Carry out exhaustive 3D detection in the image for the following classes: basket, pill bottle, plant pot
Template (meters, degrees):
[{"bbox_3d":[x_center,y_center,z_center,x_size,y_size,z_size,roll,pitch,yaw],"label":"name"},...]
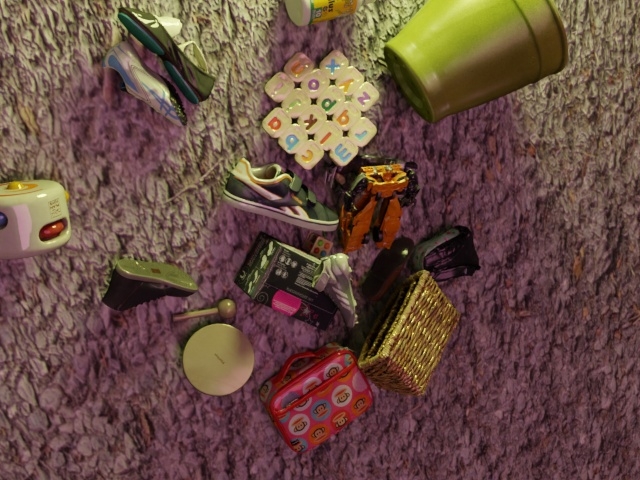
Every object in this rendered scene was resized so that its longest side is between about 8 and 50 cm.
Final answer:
[{"bbox_3d":[0.212,0.246,2.023,0.223,0.213,0.299,48,61,-35],"label":"basket"},{"bbox_3d":[0.028,-0.594,1.744,0.208,0.117,0.117,-19,113,-20],"label":"pill bottle"},{"bbox_3d":[0.364,-0.485,1.835,0.353,0.366,0.366,-34,118,-1],"label":"plant pot"}]

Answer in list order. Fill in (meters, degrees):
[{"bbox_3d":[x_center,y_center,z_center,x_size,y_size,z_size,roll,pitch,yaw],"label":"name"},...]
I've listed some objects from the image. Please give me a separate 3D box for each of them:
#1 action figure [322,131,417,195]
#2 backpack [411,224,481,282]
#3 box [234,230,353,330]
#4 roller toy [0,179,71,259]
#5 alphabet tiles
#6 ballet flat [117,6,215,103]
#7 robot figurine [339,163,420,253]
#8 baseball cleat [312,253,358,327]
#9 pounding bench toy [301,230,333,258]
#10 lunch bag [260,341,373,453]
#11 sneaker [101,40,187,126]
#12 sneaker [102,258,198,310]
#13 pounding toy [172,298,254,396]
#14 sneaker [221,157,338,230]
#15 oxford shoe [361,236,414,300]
[{"bbox_3d":[0.109,-0.196,1.925,0.285,0.099,0.185,14,106,-25],"label":"action figure"},{"bbox_3d":[0.358,0.050,2.108,0.182,0.115,0.152,-25,103,-16],"label":"backpack"},{"bbox_3d":[-0.071,0.105,1.899,0.247,0.142,0.163,27,91,-32],"label":"box"},{"bbox_3d":[-0.634,-0.054,1.543,0.209,0.191,0.146,-11,109,-23],"label":"roller toy"},{"bbox_3d":[0.002,-0.327,1.822,0.284,0.021,0.278,44,82,-12],"label":"alphabet tiles"},{"bbox_3d":[-0.337,-0.435,1.637,0.096,0.095,0.280,-52,131,-15],"label":"ballet flat"},{"bbox_3d":[0.142,-0.088,1.902,0.211,0.085,0.291,-6,137,-20],"label":"robot figurine"},{"bbox_3d":[0.035,0.133,1.851,0.109,0.072,0.206,-12,107,-11],"label":"baseball cleat"},{"bbox_3d":[0.000,0.000,1.944,0.052,0.065,0.083,24,94,-30],"label":"pounding bench toy"},{"bbox_3d":[-0.016,0.424,2.045,0.293,0.120,0.258,-32,113,-16],"label":"lunch bag"},{"bbox_3d":[-0.393,-0.344,1.645,0.086,0.085,0.237,-32,124,16],"label":"sneaker"},{"bbox_3d":[-0.419,0.120,1.782,0.222,0.083,0.118,17,117,-36],"label":"sneaker"},{"bbox_3d":[-0.273,0.286,1.895,0.183,0.110,0.237,-16,83,-10],"label":"pounding toy"},{"bbox_3d":[-0.080,-0.115,1.835,0.321,0.126,0.127,15,104,-27],"label":"sneaker"},{"bbox_3d":[0.197,0.083,2.077,0.212,0.076,0.076,-51,150,-6],"label":"oxford shoe"}]
